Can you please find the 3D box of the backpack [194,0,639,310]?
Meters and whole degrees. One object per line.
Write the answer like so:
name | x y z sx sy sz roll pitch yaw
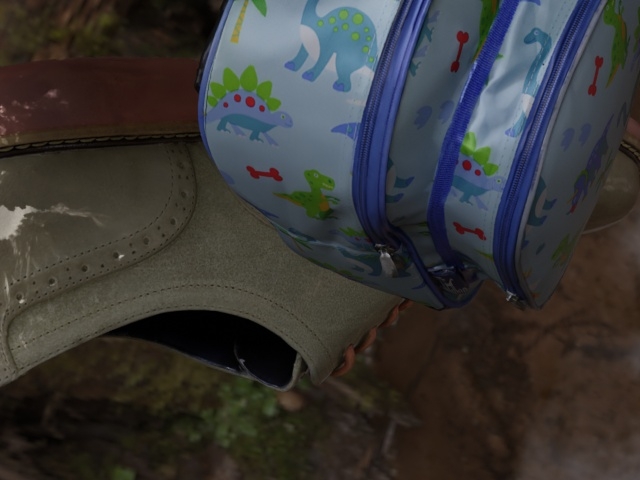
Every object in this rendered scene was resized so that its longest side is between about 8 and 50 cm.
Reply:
backpack | 0.030 -0.041 0.373 0.084 0.114 0.105 20 82 24

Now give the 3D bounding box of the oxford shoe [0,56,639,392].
oxford shoe | 0.000 0.000 0.755 0.140 0.397 0.146 -29 68 59
